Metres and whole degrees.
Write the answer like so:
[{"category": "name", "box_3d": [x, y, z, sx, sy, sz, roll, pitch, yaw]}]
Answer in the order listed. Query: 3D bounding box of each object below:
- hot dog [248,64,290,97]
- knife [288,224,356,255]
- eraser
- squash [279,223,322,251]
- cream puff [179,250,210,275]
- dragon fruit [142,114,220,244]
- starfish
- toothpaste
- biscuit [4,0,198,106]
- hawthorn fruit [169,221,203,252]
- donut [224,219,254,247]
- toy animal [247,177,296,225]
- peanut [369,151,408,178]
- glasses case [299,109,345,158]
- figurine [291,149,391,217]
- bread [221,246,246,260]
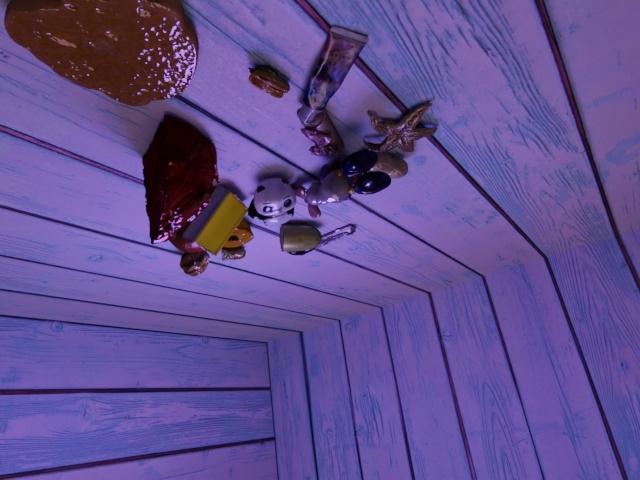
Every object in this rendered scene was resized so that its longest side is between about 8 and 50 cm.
[{"category": "hot dog", "box_3d": [-0.125, -0.391, 1.083, 0.056, 0.041, 0.133, -24, 159, 33]}, {"category": "knife", "box_3d": [0.001, 0.006, 2.020, 0.365, 0.043, 0.089, -21, 155, 25]}, {"category": "eraser", "box_3d": [-0.358, -0.065, 1.544, 0.069, 0.226, 0.158, 29, 171, 27]}, {"category": "squash", "box_3d": [-0.081, -0.009, 1.865, 0.187, 0.123, 0.123, 1, 155, -18]}, {"category": "cream puff", "box_3d": [-0.548, 0.096, 1.946, 0.133, 0.119, 0.104, -33, 122, -17]}, {"category": "dragon fruit", "box_3d": [-0.428, -0.141, 1.277, 0.240, 0.330, 0.302, 5, 166, 28]}, {"category": "starfish", "box_3d": [0.249, -0.332, 1.338, 0.236, 0.062, 0.277, -29, 145, 29]}, {"category": "toothpaste", "box_3d": [0.015, -0.401, 1.095, 0.096, 0.061, 0.266, 5, 147, -26]}, {"category": "biscuit", "box_3d": [-0.420, -0.413, 0.904, 0.351, 0.057, 0.312, 14, 148, -44]}, {"category": "hawthorn fruit", "box_3d": [-0.471, -0.016, 1.694, 0.165, 0.165, 0.285, -11, 167, 5]}, {"category": "donut", "box_3d": [-0.354, -0.032, 1.774, 0.162, 0.065, 0.178, -17, 159, 7]}, {"category": "toy animal", "box_3d": [-0.168, -0.132, 1.528, 0.166, 0.138, 0.179, -20, 165, -15]}, {"category": "peanut", "box_3d": [0.208, -0.251, 1.463, 0.187, 0.082, 0.082, 10, 151, -34]}, {"category": "glasses case", "box_3d": [-0.002, -0.295, 1.296, 0.102, 0.070, 0.193, -14, 156, 15]}, {"category": "figurine", "box_3d": [0.044, -0.170, 1.427, 0.193, 0.154, 0.421, -42, -167, -17]}, {"category": "bread", "box_3d": [-0.390, 0.059, 1.988, 0.110, 0.060, 0.066, -4, 171, -8]}]
